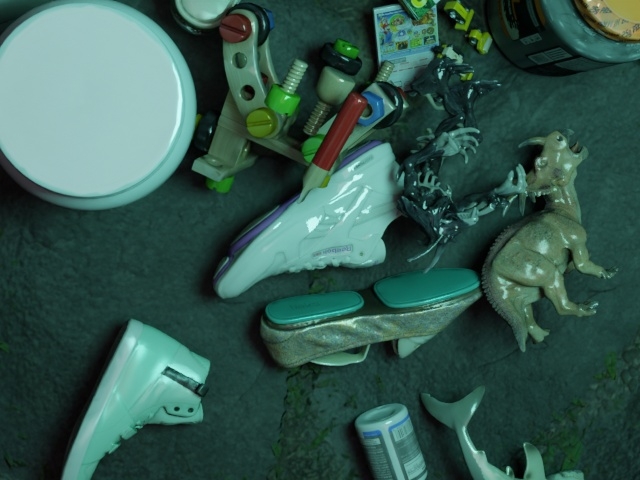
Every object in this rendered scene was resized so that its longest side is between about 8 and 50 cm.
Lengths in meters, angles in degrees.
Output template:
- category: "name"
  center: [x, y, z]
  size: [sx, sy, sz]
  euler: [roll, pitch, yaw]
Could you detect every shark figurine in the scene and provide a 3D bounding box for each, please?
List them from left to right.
- category: "shark figurine"
  center: [0.242, 0.337, 1.471]
  size: [0.278, 0.116, 0.166]
  euler: [37, 54, -19]

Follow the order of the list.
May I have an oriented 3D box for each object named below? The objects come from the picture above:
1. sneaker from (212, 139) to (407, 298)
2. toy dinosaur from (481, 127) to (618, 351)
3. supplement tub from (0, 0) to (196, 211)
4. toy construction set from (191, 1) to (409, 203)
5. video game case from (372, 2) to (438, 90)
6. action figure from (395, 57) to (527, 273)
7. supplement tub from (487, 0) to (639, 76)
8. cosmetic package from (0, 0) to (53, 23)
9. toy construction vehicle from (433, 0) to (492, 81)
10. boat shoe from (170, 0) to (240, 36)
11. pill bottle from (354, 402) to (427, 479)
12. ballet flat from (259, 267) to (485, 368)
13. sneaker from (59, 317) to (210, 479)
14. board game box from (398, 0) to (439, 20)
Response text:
- category: "sneaker"
  center: [0.000, 0.000, 1.386]
  size: [0.305, 0.114, 0.152]
  euler: [-35, 99, -6]
- category: "toy dinosaur"
  center: [0.281, 0.012, 1.409]
  size: [0.200, 0.127, 0.295]
  euler: [41, 65, -9]
- category: "supplement tub"
  center: [-0.267, -0.155, 1.218]
  size: [0.235, 0.325, 0.235]
  euler: [-1, 94, -10]
- category: "toy construction set"
  center: [-0.043, -0.126, 1.281]
  size: [0.257, 0.309, 0.237]
  euler: [23, 110, -17]
- category: "video game case"
  center: [0.118, -0.263, 1.417]
  size: [0.087, 0.011, 0.122]
  euler: [-13, 119, -9]
- category: "action figure"
  center: [0.177, -0.099, 1.359]
  size: [0.164, 0.141, 0.275]
  euler: [28, 62, -48]
- category: "supplement tub"
  center: [0.341, -0.313, 1.319]
  size: [0.194, 0.316, 0.193]
  euler: [-1, 94, -7]
- category: "cosmetic package"
  center: [-0.418, -0.339, 1.243]
  size: [0.366, 0.197, 0.155]
  euler: [-23, 99, -6]
- category: "toy construction vehicle"
  center: [0.190, -0.273, 1.430]
  size: [0.098, 0.035, 0.085]
  euler: [30, 78, -44]
- category: "boat shoe"
  center: [-0.100, -0.417, 1.358]
  size: [0.112, 0.095, 0.335]
  euler: [31, 83, -14]
- category: "pill bottle"
  center: [0.103, 0.303, 1.449]
  size: [0.078, 0.078, 0.137]
  euler: [-19, 98, -8]
- category: "ballet flat"
  center: [0.075, 0.112, 1.429]
  size: [0.316, 0.107, 0.106]
  euler: [-9, 116, -5]
- category: "sneaker"
  center: [-0.239, 0.247, 1.374]
  size: [0.151, 0.094, 0.255]
  euler: [26, 91, -14]
- category: "board game box"
  center: [0.094, -0.422, 1.324]
  size: [0.136, 0.030, 0.259]
  euler: [-43, 115, -3]
